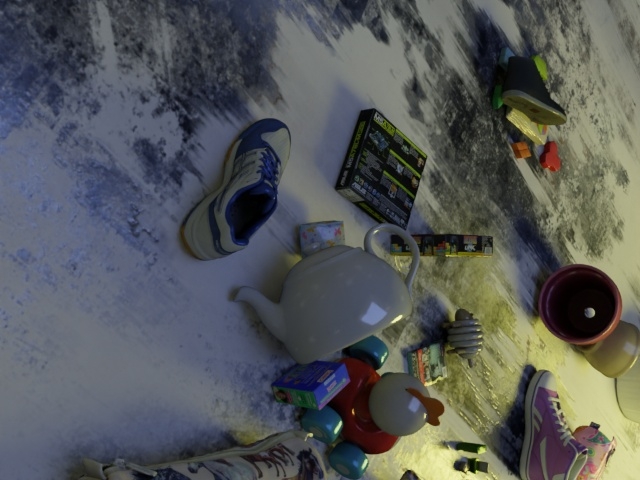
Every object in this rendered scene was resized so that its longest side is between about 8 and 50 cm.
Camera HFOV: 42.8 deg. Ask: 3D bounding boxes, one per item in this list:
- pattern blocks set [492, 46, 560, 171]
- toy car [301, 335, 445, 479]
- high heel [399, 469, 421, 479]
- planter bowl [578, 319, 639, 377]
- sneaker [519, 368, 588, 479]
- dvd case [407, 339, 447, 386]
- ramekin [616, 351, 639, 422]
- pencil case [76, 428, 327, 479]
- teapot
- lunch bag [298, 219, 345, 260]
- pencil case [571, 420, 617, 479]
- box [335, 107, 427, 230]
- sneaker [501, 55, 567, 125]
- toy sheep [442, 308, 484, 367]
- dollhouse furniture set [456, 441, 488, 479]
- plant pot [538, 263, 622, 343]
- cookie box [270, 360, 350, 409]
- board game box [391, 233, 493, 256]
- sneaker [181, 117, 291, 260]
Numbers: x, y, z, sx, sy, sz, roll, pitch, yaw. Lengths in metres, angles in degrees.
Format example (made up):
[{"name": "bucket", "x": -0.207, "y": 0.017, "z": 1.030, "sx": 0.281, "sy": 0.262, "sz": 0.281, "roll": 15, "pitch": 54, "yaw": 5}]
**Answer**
[{"name": "pattern blocks set", "x": 0.540, "y": -0.338, "z": 2.087, "sx": 0.325, "sy": 0.026, "sz": 0.285, "roll": 17, "pitch": 76, "yaw": -43}, {"name": "toy car", "x": 0.132, "y": 0.312, "z": 1.497, "sx": 0.219, "sy": 0.238, "sz": 0.210, "roll": -51, "pitch": 123, "yaw": -33}, {"name": "high heel", "x": 0.239, "y": 0.519, "z": 1.701, "sx": 0.186, "sy": 0.093, "sz": 0.261, "roll": -44, "pitch": 130, "yaw": -36}, {"name": "planter bowl", "x": 0.775, "y": 0.279, "z": 2.228, "sx": 0.109, "sy": 0.162, "sz": 0.162, "roll": 27, "pitch": 68, "yaw": -14}, {"name": "sneaker", "x": 0.592, "y": 0.464, "z": 2.018, "sx": 0.102, "sy": 0.161, "sz": 0.282, "roll": 16, "pitch": 76, "yaw": -43}, {"name": "dvd case", "x": 0.231, "y": 0.269, "z": 1.760, "sx": 0.119, "sy": 0.013, "sz": 0.087, "roll": -13, "pitch": 98, "yaw": -44}, {"name": "ramekin", "x": 1.001, "y": 0.426, "z": 2.453, "sx": 0.277, "sy": 0.135, "sz": 0.277, "roll": 1, "pitch": 89, "yaw": -46}, {"name": "pencil case", "x": -0.174, "y": 0.393, "z": 1.239, "sx": 0.410, "sy": 0.160, "sz": 0.183, "roll": 1, "pitch": 103, "yaw": -45}, {"name": "teapot", "x": 0.028, "y": 0.088, "z": 1.420, "sx": 0.256, "sy": 0.253, "sz": 0.187, "roll": -12, "pitch": 76, "yaw": -61}, {"name": "lunch bag", "x": 0.000, "y": 0.000, "z": 1.505, "sx": 0.083, "sy": 0.053, "sz": 0.071, "roll": -10, "pitch": 97, "yaw": -27}, {"name": "pencil case", "x": 0.669, "y": 0.613, "z": 2.119, "sx": 0.284, "sy": 0.124, "sz": 0.124, "roll": -48, "pitch": 121, "yaw": -34}, {"name": "box", "x": 0.127, "y": -0.139, "z": 1.648, "sx": 0.191, "sy": 0.045, "sz": 0.184, "roll": 34, "pitch": 63, "yaw": -39}, {"name": "sneaker", "x": 0.536, "y": -0.366, "z": 2.005, "sx": 0.222, "sy": 0.083, "sz": 0.118, "roll": 20, "pitch": 73, "yaw": -38}, {"name": "toy sheep", "x": 0.319, "y": 0.215, "z": 1.802, "sx": 0.091, "sy": 0.091, "sz": 0.132, "roll": -4, "pitch": 87, "yaw": -46}, {"name": "dollhouse furniture set", "x": 0.340, "y": 0.531, "z": 1.829, "sx": 0.076, "sy": 0.059, "sz": 0.151, "roll": 4, "pitch": 85, "yaw": -45}, {"name": "plant pot", "x": 0.682, "y": 0.172, "z": 2.111, "sx": 0.180, "sy": 0.201, "sz": 0.201, "roll": 21, "pitch": 73, "yaw": -59}, {"name": "cookie box", "x": -0.017, "y": 0.252, "z": 1.440, "sx": 0.092, "sy": 0.107, "sz": 0.040, "roll": -35, "pitch": 113, "yaw": -40}, {"name": "board game box", "x": 0.253, "y": 0.011, "z": 1.700, "sx": 0.170, "sy": 0.141, "sz": 0.048, "roll": 2, "pitch": 89, "yaw": -46}, {"name": "sneaker", "x": -0.104, "y": -0.086, "z": 1.349, "sx": 0.112, "sy": 0.131, "sz": 0.296, "roll": 46, "pitch": 57, "yaw": -32}]
